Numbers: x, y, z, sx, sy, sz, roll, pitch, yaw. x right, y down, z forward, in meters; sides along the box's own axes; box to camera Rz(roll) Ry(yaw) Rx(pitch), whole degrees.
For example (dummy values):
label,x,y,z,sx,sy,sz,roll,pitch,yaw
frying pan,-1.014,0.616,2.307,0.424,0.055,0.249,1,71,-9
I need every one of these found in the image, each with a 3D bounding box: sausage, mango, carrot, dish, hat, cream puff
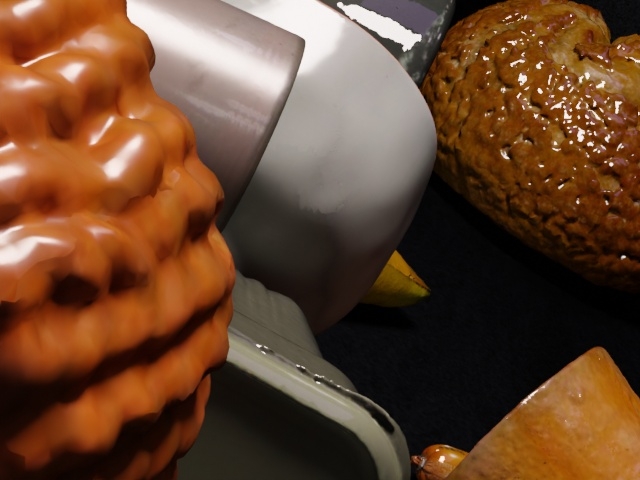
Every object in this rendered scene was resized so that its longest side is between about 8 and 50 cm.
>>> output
label,x,y,z,sx,sy,sz,roll,pitch,yaw
sausage,0.095,0.143,1.097,0.107,0.031,0.031,25,20,-28
mango,0.000,0.000,1.245,0.187,0.066,0.101,27,11,-39
carrot,0.154,0.186,0.945,0.225,0.159,0.159,49,20,8
dish,-0.072,-0.032,0.985,0.256,0.256,0.117,33,58,-7
hat,-0.203,0.024,0.505,0.285,0.285,0.400,37,21,7
cream puff,0.230,-0.100,1.675,0.303,0.212,0.303,26,19,-10

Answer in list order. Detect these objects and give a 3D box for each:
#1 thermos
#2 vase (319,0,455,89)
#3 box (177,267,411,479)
label,x,y,z,sx,sy,sz,roll,pitch,yaw
thermos,-0.119,-0.076,0.824,0.193,0.105,0.137,24,-18,-9
vase,-0.068,-0.195,1.476,0.321,0.173,0.173,29,18,-4
box,-0.100,0.050,0.828,0.274,0.138,0.178,31,13,-13
